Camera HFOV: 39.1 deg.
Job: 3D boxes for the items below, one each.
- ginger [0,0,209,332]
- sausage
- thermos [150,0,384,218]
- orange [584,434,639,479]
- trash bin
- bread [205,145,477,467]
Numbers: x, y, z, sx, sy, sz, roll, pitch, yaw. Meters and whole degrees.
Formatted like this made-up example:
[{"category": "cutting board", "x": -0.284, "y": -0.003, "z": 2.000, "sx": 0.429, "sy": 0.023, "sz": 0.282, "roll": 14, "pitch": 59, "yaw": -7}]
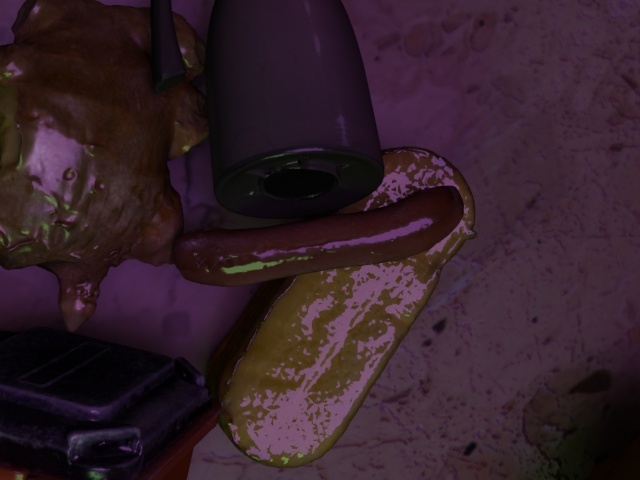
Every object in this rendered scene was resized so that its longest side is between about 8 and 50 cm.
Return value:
[{"category": "ginger", "x": -0.148, "y": -0.051, "z": 0.566, "sx": 0.157, "sy": 0.102, "sz": 0.216, "roll": 8, "pitch": 87, "yaw": -47}, {"category": "sausage", "x": 0.000, "y": 0.000, "z": 0.569, "sx": 0.186, "sy": 0.043, "sz": 0.043, "roll": -10, "pitch": 99, "yaw": 0}, {"category": "thermos", "x": -0.039, "y": -0.122, "z": 0.569, "sx": 0.137, "sy": 0.105, "sz": 0.193, "roll": 0, "pitch": 71, "yaw": -23}, {"category": "orange", "x": 0.309, "y": 0.239, "z": 0.652, "sx": 0.279, "sy": 0.279, "sz": 0.235, "roll": -22, "pitch": 76, "yaw": -13}, {"category": "trash bin", "x": -0.180, "y": 0.182, "z": 0.551, "sx": 0.185, "sy": 0.161, "sz": 0.238, "roll": 13, "pitch": 102, "yaw": 12}, {"category": "bread", "x": 0.011, "y": 0.043, "z": 0.632, "sx": 0.102, "sy": 0.094, "sz": 0.245, "roll": 33, "pitch": 85, "yaw": -8}]
